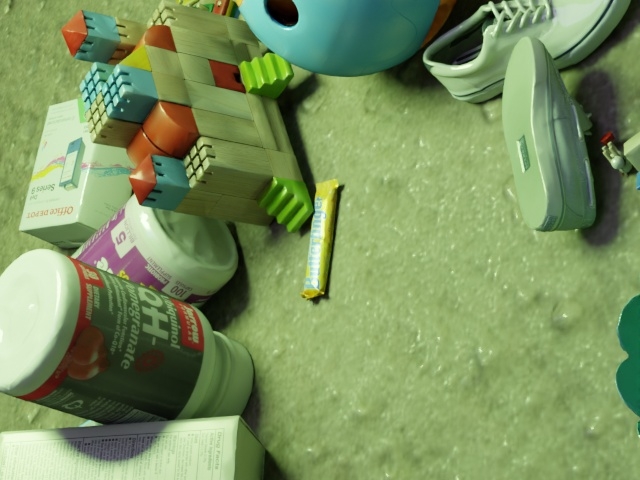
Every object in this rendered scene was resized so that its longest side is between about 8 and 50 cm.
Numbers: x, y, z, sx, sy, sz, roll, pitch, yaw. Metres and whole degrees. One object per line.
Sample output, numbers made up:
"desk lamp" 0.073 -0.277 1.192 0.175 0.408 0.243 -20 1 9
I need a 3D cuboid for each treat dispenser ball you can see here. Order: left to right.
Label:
"treat dispenser ball" 0.030 -0.341 1.781 0.288 0.288 0.288 -24 54 38

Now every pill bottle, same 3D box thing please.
"pill bottle" -0.265 0.071 1.985 0.301 0.169 0.169 -42 45 25
"pill bottle" -0.240 0.139 1.805 0.176 0.318 0.176 -23 55 39

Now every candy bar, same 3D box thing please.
"candy bar" 0.000 0.000 1.851 0.040 0.018 0.161 -14 60 44

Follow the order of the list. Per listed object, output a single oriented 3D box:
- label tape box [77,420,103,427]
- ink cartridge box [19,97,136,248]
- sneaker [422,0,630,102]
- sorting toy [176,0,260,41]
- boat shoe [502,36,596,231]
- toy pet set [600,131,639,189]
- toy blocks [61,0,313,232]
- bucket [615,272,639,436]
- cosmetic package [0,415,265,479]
"label tape box" -0.324 0.437 1.908 0.249 0.115 0.348 -31 49 34
"ink cartridge box" -0.355 -0.103 2.236 0.154 0.093 0.212 -6 69 46
"sneaker" 0.227 -0.233 1.663 0.258 0.091 0.094 -31 51 35
"sorting toy" -0.152 -0.356 2.179 0.274 0.046 0.132 5 74 49
"boat shoe" 0.250 -0.112 1.591 0.079 0.081 0.227 132 139 -58
"toy pet set" 0.350 -0.098 1.503 0.122 0.065 0.114 -39 11 24
"toy blocks" -0.187 -0.175 1.923 0.191 0.261 0.381 -49 47 38
"bucket" 0.408 0.096 1.225 0.281 0.183 0.281 -23 55 38
"cosmetic package" -0.231 0.307 1.764 0.309 0.113 0.160 -4 61 14
